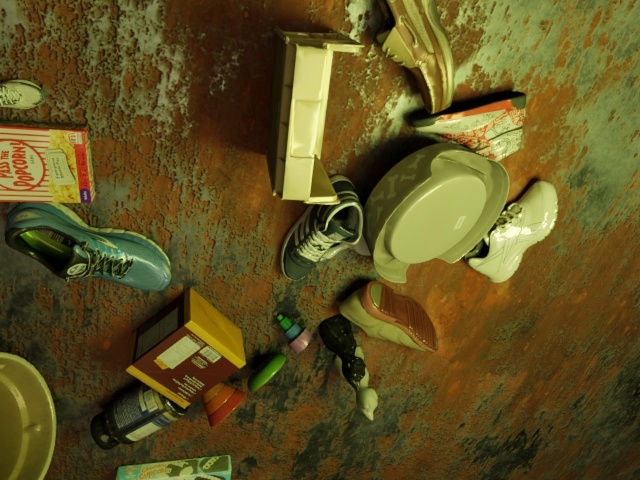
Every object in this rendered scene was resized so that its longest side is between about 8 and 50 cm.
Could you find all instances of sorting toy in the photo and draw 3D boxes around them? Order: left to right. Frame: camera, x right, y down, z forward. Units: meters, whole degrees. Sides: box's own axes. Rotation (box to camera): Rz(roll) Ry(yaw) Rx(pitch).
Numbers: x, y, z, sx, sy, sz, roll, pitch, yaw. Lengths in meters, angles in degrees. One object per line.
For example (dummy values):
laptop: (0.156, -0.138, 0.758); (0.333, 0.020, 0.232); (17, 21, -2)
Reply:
sorting toy: (-0.193, 0.326, 1.214); (0.365, 0.127, 0.126); (-42, 91, 6)

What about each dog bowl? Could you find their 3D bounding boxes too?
dog bowl: (0.246, -0.062, 1.029); (0.348, 0.102, 0.349); (-20, 141, -17)

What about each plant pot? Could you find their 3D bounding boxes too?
plant pot: (-0.819, 0.437, 0.982); (0.305, 0.334, 0.334); (-14, 122, 6)

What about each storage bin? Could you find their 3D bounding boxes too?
storage bin: (-0.023, -0.234, 0.834); (0.123, 0.260, 0.262); (2, 118, -12)

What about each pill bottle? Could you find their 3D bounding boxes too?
pill bottle: (-0.460, 0.437, 1.170); (0.219, 0.123, 0.123); (-28, 122, 2)

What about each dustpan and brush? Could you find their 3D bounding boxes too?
dustpan and brush: (0.090, 0.000, 1.122); (0.211, 0.060, 0.147); (-36, 135, -1)

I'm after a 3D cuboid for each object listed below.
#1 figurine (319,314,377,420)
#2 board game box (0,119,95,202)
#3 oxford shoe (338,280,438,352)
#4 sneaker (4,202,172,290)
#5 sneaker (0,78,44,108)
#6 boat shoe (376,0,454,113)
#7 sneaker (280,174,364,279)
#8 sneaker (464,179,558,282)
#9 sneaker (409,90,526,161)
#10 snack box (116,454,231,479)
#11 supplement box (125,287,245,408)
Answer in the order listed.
figurine: (0.085, 0.341, 1.216); (0.092, 0.209, 0.215); (-23, 123, -2)
board game box: (-0.536, -0.146, 0.863); (0.193, 0.045, 0.147); (0, 119, -15)
oxford shoe: (0.195, 0.221, 1.257); (0.130, 0.123, 0.348); (-29, 128, 34)
sneaker: (-0.463, 0.039, 0.929); (0.330, 0.147, 0.130); (25, 110, -27)
sneaker: (-0.554, -0.248, 0.793); (0.135, 0.058, 0.052); (-3, 119, -15)
boat shoe: (0.165, -0.400, 0.883); (0.119, 0.122, 0.324); (-21, 114, 3)
sneaker: (0.000, 0.000, 1.032); (0.099, 0.153, 0.282); (22, 111, -25)
sneaker: (0.491, -0.025, 1.187); (0.129, 0.111, 0.297); (21, 111, -19)
sneaker: (0.333, -0.235, 1.029); (0.270, 0.090, 0.145); (-15, 119, -10)
snack box: (-0.438, 0.748, 1.388); (0.321, 0.060, 0.187); (1, 118, -16)
supplement box: (-0.318, 0.260, 1.104); (0.194, 0.129, 0.191); (-36, 122, 6)
